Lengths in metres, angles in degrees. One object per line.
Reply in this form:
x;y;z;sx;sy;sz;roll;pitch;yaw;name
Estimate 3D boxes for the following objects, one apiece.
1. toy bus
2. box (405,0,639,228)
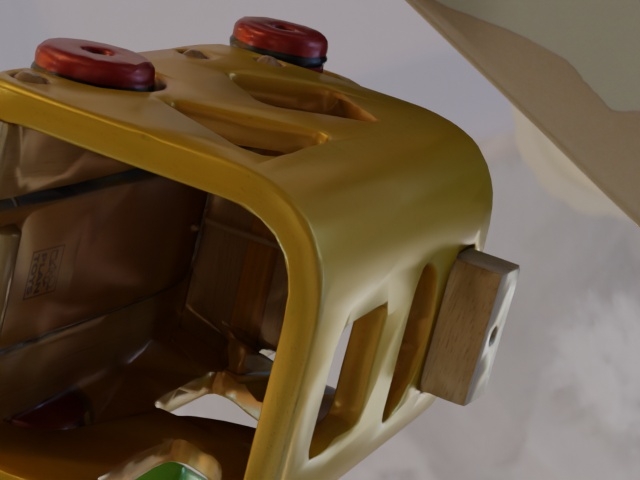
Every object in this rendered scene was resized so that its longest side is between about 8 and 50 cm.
-0.006;0.007;0.411;0.104;0.202;0.191;20;-27;19;toy bus
0.123;-0.098;0.630;0.311;0.148;0.121;43;-75;-9;box
